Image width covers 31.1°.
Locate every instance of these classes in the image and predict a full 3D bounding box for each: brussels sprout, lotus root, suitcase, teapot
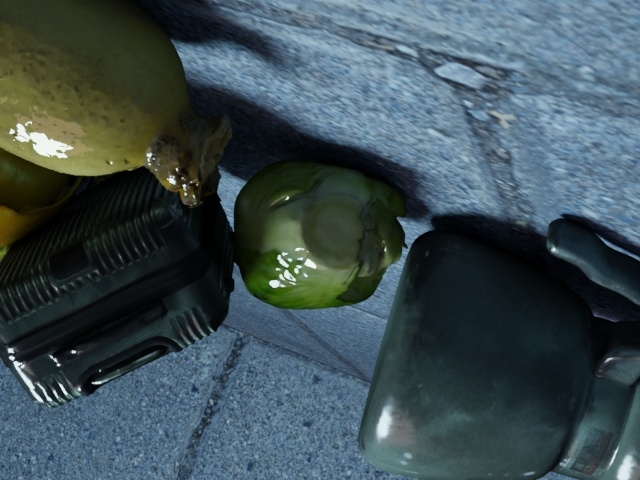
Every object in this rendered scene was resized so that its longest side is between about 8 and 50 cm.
[{"bbox_3d":[-0.007,-0.002,1.003,0.146,0.131,0.183,14,171,18],"label":"brussels sprout"},{"bbox_3d":[-0.199,-0.129,0.804,0.303,0.130,0.146,24,-168,2],"label":"lotus root"},{"bbox_3d":[-0.185,0.020,1.057,0.128,0.202,0.312,63,-174,-16],"label":"suitcase"},{"bbox_3d":[0.202,0.094,1.009,0.285,0.305,0.223,16,-155,2],"label":"teapot"}]

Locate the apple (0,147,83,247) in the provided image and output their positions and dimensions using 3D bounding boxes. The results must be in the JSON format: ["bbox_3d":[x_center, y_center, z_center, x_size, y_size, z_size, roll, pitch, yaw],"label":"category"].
[{"bbox_3d":[-0.311,-0.098,0.986,0.208,0.236,0.237,-6,160,15],"label":"apple"}]

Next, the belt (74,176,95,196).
[{"bbox_3d":[-0.341,-0.102,1.233,0.218,0.128,0.122,13,166,43],"label":"belt"}]

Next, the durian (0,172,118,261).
[{"bbox_3d":[-0.333,-0.013,1.419,0.258,0.258,0.293,30,171,-32],"label":"durian"}]
